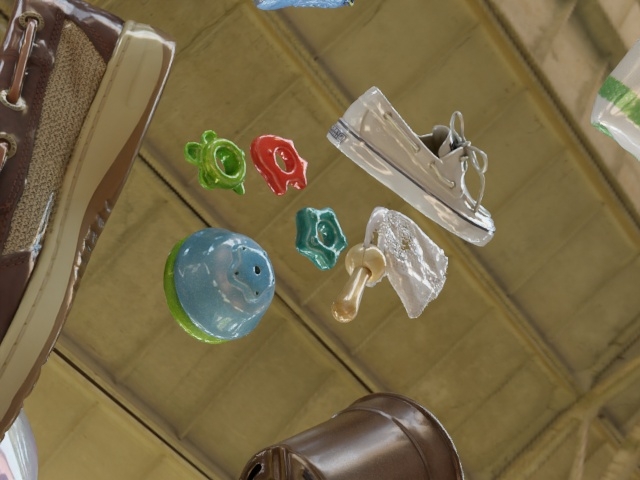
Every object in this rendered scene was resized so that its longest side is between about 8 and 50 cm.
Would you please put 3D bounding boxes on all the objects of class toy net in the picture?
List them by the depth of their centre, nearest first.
[{"bbox_3d":[0.000,0.000,0.504,0.232,0.045,0.122,4,-109,-47],"label":"toy net"}]

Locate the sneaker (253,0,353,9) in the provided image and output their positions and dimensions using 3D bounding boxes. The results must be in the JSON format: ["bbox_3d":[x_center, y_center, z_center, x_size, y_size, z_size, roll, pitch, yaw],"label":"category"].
[{"bbox_3d":[-0.003,-0.378,1.151,0.082,0.209,0.069,63,-153,-28],"label":"sneaker"}]

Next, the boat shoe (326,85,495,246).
[{"bbox_3d":[0.185,-0.128,1.198,0.367,0.136,0.156,32,-77,-31],"label":"boat shoe"}]

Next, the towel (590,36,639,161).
[{"bbox_3d":[0.299,-0.119,0.332,0.247,0.038,0.325,28,-63,-33],"label":"towel"}]

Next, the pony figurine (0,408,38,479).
[{"bbox_3d":[-0.291,0.325,0.698,0.303,0.363,0.351,-55,-35,-43],"label":"pony figurine"}]

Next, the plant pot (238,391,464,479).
[{"bbox_3d":[0.022,0.237,0.705,0.165,0.166,0.167,0,-87,-50],"label":"plant pot"}]

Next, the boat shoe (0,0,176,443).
[{"bbox_3d":[-0.190,0.000,0.403,0.123,0.123,0.342,27,-115,-19],"label":"boat shoe"}]
